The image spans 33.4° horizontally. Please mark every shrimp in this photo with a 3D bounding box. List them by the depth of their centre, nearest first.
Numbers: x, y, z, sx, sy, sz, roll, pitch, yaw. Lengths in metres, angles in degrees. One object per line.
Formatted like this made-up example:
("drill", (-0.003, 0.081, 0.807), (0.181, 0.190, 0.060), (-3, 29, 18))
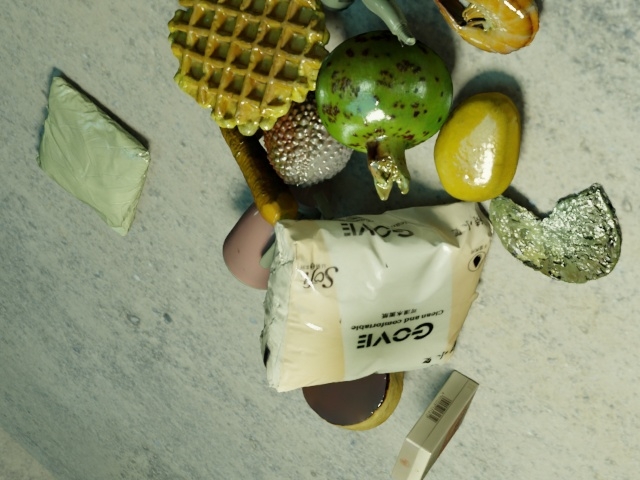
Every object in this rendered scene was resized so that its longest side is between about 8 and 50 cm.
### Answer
("shrimp", (0.204, -0.358, 1.520), (0.249, 0.068, 0.150), (42, 148, -1))

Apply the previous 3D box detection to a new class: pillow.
("pillow", (-0.488, -0.170, 2.245), (0.274, 0.076, 0.280), (39, 140, 8))

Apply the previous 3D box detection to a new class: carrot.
("carrot", (-0.122, -0.139, 1.881), (0.066, 0.066, 0.314), (98, 150, -44))

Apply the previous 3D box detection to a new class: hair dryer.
("hair dryer", (0.068, -0.413, 1.527), (0.225, 0.088, 0.218), (41, 142, 46))

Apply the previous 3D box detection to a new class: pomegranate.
("pomegranate", (0.097, -0.198, 1.611), (0.211, 0.263, 0.211), (-1, 163, 0))

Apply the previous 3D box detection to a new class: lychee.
("lychee", (-0.015, -0.184, 1.793), (0.165, 0.197, 0.165), (17, 166, 4))

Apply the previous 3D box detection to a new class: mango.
("mango", (0.249, -0.147, 1.644), (0.137, 0.098, 0.195), (37, 133, 12))

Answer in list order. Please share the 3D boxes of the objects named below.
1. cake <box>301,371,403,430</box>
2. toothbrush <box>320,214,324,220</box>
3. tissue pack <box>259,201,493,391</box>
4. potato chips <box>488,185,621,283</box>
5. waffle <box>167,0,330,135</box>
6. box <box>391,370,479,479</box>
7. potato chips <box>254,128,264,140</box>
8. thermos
("cake", (0.077, 0.272, 2.117), (0.185, 0.178, 0.207), (-9, 86, 21))
("toothbrush", (0.000, 0.000, 2.040), (0.017, 0.014, 0.162), (33, 141, 34))
("tissue pack", (0.086, 0.094, 1.856), (0.376, 0.195, 0.390), (-5, 134, -12))
("potato chips", (0.372, -0.015, 1.708), (0.220, 0.029, 0.202), (15, 136, 27))
("waffle", (-0.117, -0.325, 1.728), (0.301, 0.058, 0.281), (44, 107, 19))
("box", (0.218, 0.361, 2.030), (0.058, 0.201, 0.141), (30, 137, 16))
("potato chips", (-0.076, -0.234, 1.879), (0.026, 0.037, 0.204), (39, 141, -6))
("thermos", (-0.072, -0.022, 1.958), (0.146, 0.176, 0.265), (26, 142, -11))
